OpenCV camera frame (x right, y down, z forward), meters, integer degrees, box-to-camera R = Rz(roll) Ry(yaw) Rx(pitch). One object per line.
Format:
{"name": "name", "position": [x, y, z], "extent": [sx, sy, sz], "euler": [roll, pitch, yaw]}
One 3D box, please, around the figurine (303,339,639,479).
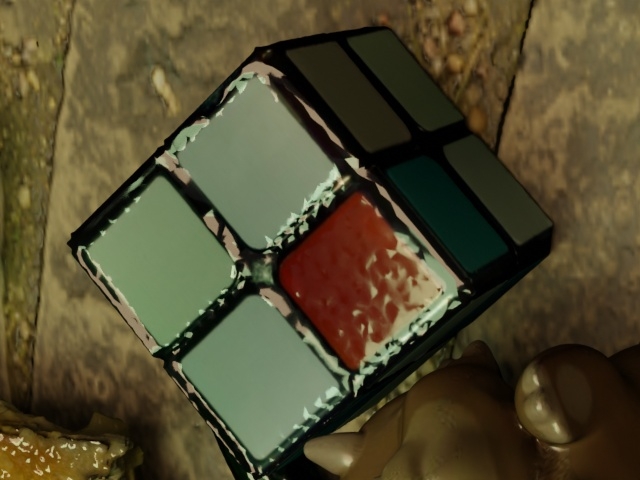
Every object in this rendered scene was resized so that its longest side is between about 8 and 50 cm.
{"name": "figurine", "position": [0.111, 0.139, 1.086], "extent": [0.173, 0.247, 0.177], "euler": [-26, 86, 37]}

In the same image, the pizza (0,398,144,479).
{"name": "pizza", "position": [-0.175, 0.203, 1.275], "extent": [0.223, 0.089, 0.323], "euler": [-23, 105, 21]}

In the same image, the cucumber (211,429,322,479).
{"name": "cucumber", "position": [-0.030, 0.132, 1.236], "extent": [0.056, 0.056, 0.284], "euler": [-31, 85, 25]}

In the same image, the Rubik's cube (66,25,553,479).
{"name": "Rubik's cube", "position": [0.000, 0.000, 1.137], "extent": [0.183, 0.167, 0.180], "euler": [-41, 82, 26]}
